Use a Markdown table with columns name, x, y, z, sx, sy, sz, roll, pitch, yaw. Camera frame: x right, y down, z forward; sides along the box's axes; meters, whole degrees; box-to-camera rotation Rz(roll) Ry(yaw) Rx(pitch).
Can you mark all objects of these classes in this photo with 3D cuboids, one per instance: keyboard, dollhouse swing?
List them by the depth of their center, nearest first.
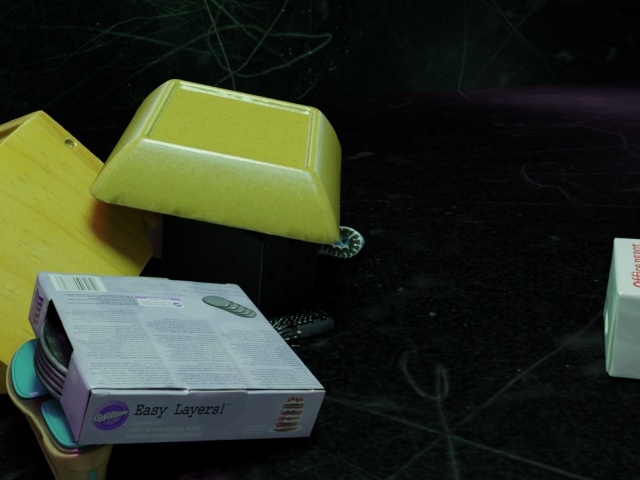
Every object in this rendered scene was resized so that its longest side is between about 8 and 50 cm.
| name | x | y | z | sx | sy | sz | roll | pitch | yaw |
| --- | --- | --- | --- | --- | --- | --- | --- | --- | --- |
| keyboard | -0.070 | 0.112 | 1.097 | 0.192 | 0.038 | 0.100 | -12 | 22 | -23 |
| dollhouse swing | -0.465 | 0.046 | 1.107 | 0.305 | 0.315 | 0.347 | -36 | 20 | 35 |

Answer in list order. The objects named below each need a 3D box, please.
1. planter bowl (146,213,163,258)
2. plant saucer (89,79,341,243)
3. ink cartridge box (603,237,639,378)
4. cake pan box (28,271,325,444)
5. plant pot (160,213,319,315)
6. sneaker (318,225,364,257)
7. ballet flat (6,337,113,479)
| name | x | y | z | sx | sy | sz | roll | pitch | yaw |
| --- | --- | --- | --- | --- | --- | --- | --- | --- | --- |
| planter bowl | -0.255 | -0.033 | 1.420 | 0.162 | 0.109 | 0.162 | -1 | 20 | 0 |
| plant saucer | -0.125 | -0.136 | 1.192 | 0.333 | 0.081 | 0.332 | 11 | 29 | -5 |
| ink cartridge box | 0.488 | 0.086 | 0.998 | 0.273 | 0.114 | 0.197 | 3 | 20 | 17 |
| cake pan box | -0.164 | 0.119 | 0.890 | 0.267 | 0.070 | 0.246 | 6 | 19 | -34 |
| plant pot | -0.104 | 0.007 | 1.204 | 0.167 | 0.188 | 0.187 | 23 | 30 | 32 |
| sneaker | 0.000 | 0.000 | 1.405 | 0.162 | 0.063 | 0.073 | 10 | 5 | 21 |
| ballet flat | -0.273 | 0.181 | 0.856 | 0.080 | 0.073 | 0.232 | -9 | 25 | -26 |
